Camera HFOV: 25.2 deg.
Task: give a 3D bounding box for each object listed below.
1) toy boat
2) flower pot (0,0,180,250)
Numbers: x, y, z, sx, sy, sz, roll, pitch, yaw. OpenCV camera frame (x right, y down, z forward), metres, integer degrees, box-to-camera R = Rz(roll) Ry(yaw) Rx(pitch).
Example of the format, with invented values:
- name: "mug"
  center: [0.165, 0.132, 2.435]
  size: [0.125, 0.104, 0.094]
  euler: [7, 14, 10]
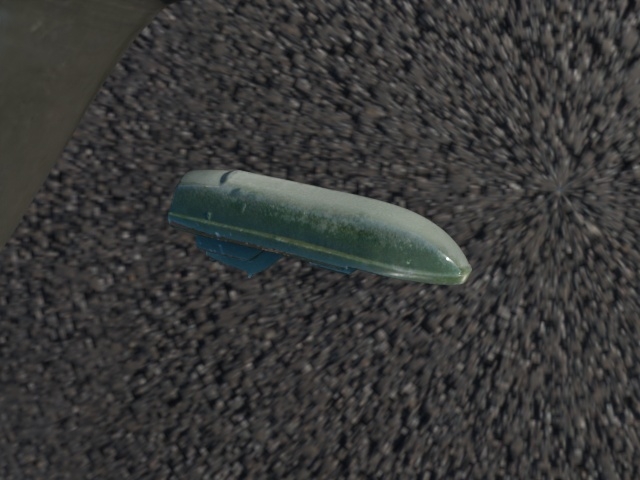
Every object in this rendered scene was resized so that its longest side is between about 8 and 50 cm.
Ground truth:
- name: "toy boat"
  center: [0.000, 0.000, 1.215]
  size: [0.261, 0.078, 0.085]
  euler: [12, 113, 9]
- name: "flower pot"
  center: [-0.178, -0.074, 0.560]
  size: [0.235, 0.235, 0.148]
  euler: [21, 99, 8]
